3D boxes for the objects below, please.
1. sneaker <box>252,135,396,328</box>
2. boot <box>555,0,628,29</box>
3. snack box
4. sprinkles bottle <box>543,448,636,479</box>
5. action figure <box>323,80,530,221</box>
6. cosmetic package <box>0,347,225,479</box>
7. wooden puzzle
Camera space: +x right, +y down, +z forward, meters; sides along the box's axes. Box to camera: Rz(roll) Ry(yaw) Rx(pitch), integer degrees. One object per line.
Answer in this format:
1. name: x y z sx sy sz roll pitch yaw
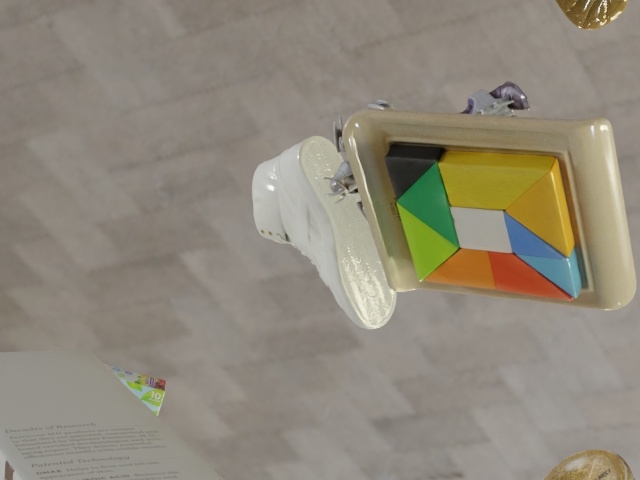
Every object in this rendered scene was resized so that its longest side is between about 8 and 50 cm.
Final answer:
1. sneaker: 0.000 0.000 2.156 0.169 0.108 0.292 -18 94 53
2. boot: 0.218 -0.362 1.504 0.095 0.203 0.262 -32 122 11
3. snack box: -0.242 0.214 1.645 0.100 0.037 0.141 16 105 -9
4. sprinkles bottle: 0.389 0.401 1.728 0.121 0.121 0.355 -15 126 35
5. action figure: 0.134 -0.118 1.904 0.285 0.099 0.185 -23 127 -5
6. cosmetic package: -0.201 0.242 1.153 0.156 0.217 0.385 0 -167 -30
7. wooden puzzle: 0.152 -0.021 1.304 0.239 0.044 0.221 2 134 24
